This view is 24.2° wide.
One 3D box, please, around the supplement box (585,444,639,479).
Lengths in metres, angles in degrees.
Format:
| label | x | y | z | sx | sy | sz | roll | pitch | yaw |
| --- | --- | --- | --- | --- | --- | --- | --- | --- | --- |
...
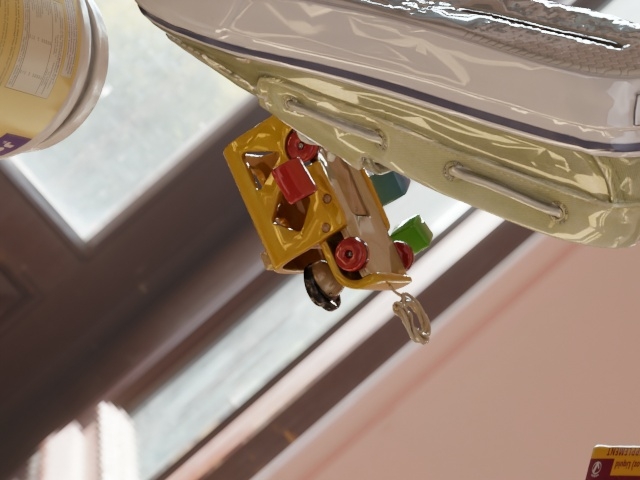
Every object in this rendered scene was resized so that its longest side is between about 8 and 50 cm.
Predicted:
| label | x | y | z | sx | sy | sz | roll | pitch | yaw |
| --- | --- | --- | --- | --- | --- | --- | --- | --- | --- |
| supplement box | 0.214 | 0.233 | 0.963 | 0.081 | 0.188 | 0.104 | 27 | -20 | -24 |

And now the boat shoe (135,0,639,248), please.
| label | x | y | z | sx | sy | sz | roll | pitch | yaw |
| --- | --- | --- | --- | --- | --- | --- | --- | --- | --- |
| boat shoe | 0.024 | -0.076 | 0.700 | 0.302 | 0.109 | 0.094 | 23 | -59 | 34 |

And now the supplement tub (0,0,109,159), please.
| label | x | y | z | sx | sy | sz | roll | pitch | yaw |
| --- | --- | --- | --- | --- | --- | --- | --- | --- | --- |
| supplement tub | -0.371 | -0.203 | 1.444 | 0.241 | 0.241 | 0.331 | 49 | 12 | 16 |

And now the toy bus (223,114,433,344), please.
| label | x | y | z | sx | sy | sz | roll | pitch | yaw |
| --- | --- | --- | --- | --- | --- | --- | --- | --- | --- |
| toy bus | -0.002 | -0.010 | 1.241 | 0.191 | 0.104 | 0.202 | 47 | 27 | -26 |
